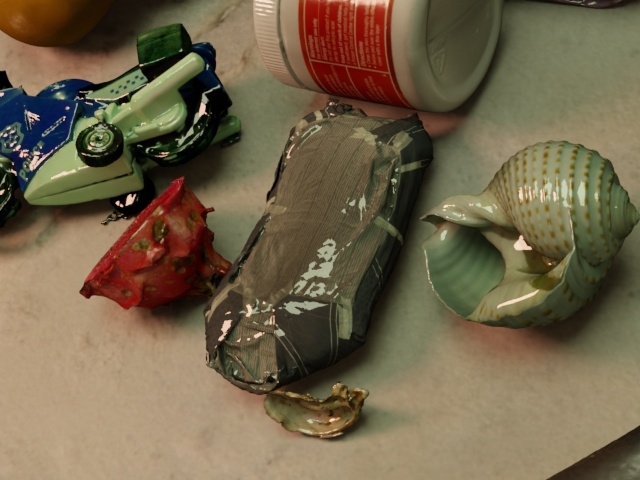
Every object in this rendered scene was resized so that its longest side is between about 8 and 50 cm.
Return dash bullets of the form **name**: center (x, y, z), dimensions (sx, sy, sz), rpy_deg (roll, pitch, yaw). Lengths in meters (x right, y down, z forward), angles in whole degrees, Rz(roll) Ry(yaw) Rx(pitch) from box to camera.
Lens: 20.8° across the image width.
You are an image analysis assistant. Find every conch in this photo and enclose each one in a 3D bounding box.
- **conch**: center (0.197, -0.001, 1.575), dimensions (0.200, 0.131, 0.172), rpy_deg (-9, 74, 48)

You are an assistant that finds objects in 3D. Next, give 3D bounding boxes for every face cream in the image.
- **face cream**: center (0.062, -0.238, 1.742), dimensions (0.187, 0.201, 0.201), rpy_deg (12, 60, 30)

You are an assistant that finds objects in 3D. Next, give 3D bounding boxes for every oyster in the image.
- **oyster**: center (-0.003, 0.141, 1.578), dimensions (0.083, 0.081, 0.038), rpy_deg (27, 38, -2)

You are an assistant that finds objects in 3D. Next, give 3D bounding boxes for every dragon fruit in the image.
- **dragon fruit**: center (-0.149, 0.026, 1.701), dimensions (0.111, 0.153, 0.153), rpy_deg (43, 72, -5)

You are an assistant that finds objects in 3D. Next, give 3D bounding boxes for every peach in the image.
- **peach**: center (-0.287, -0.335, 1.935), dimensions (0.251, 0.153, 0.251), rpy_deg (-37, 38, 36)

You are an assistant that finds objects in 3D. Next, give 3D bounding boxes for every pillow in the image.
- **pillow**: center (0.000, 0.000, 1.663), dimensions (0.161, 0.093, 0.335), rpy_deg (6, 57, 25)

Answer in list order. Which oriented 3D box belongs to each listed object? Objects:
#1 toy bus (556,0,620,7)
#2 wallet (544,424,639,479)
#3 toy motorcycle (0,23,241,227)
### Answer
- **toy bus**: center (0.226, -0.338, 1.816), dimensions (0.302, 0.127, 0.147), rpy_deg (11, 64, 24)
- **wallet**: center (0.193, 0.279, 1.424), dimensions (0.321, 0.044, 0.170), rpy_deg (-30, 50, 0)
- **toy motorcycle**: center (-0.252, -0.117, 1.824), dimensions (0.331, 0.125, 0.196), rpy_deg (-20, 52, 10)
